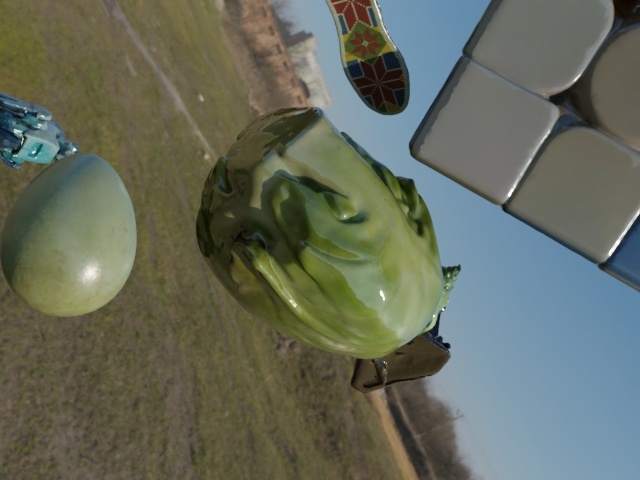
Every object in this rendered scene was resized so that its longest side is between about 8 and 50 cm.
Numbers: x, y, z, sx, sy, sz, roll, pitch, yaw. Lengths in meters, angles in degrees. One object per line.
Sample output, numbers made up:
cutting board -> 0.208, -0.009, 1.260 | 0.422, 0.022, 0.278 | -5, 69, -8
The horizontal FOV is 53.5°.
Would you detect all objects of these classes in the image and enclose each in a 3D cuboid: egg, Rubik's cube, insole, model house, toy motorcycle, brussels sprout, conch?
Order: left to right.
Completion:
toy motorcycle -> -0.667, -0.245, 1.416 | 0.206, 0.154, 0.260 | 41, 12, 28
egg -> -0.430, -0.014, 1.110 | 0.218, 0.218, 0.295 | 63, 35, -71
brussels sprout -> 0.000, 0.000, 0.774 | 0.328, 0.247, 0.328 | 27, -31, 18
insole -> 0.046, -0.202, 0.645 | 0.193, 0.065, 0.006 | 62, 29, -43
model house -> 0.141, 0.170, 1.185 | 0.164, 0.203, 0.141 | -77, 146, -54
conch -> 0.143, 0.098, 0.991 | 0.095, 0.079, 0.201 | 56, -46, 32
Rubik's cube -> 0.340, -0.165, 0.745 | 0.347, 0.344, 0.346 | 31, 12, 7
